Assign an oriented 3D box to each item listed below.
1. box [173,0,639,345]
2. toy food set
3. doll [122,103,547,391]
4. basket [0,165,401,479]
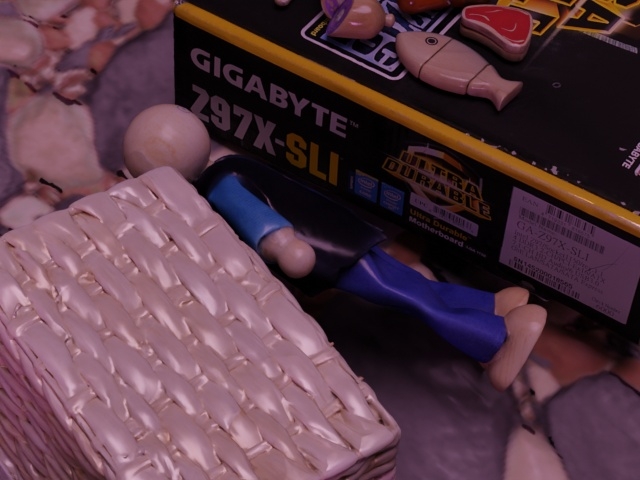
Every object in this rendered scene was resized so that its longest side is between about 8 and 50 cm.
[{"bbox_3d":[0.119,-0.122,0.865,0.257,0.079,0.322,26,50,21],"label":"box"},{"bbox_3d":[0.045,-0.108,0.777,0.122,0.019,0.078,24,50,17],"label":"toy food set"},{"bbox_3d":[0.000,0.000,0.737,0.189,0.046,0.129,28,6,-7],"label":"doll"},{"bbox_3d":[-0.057,0.067,0.662,0.113,0.103,0.167,-26,60,-29],"label":"basket"}]
